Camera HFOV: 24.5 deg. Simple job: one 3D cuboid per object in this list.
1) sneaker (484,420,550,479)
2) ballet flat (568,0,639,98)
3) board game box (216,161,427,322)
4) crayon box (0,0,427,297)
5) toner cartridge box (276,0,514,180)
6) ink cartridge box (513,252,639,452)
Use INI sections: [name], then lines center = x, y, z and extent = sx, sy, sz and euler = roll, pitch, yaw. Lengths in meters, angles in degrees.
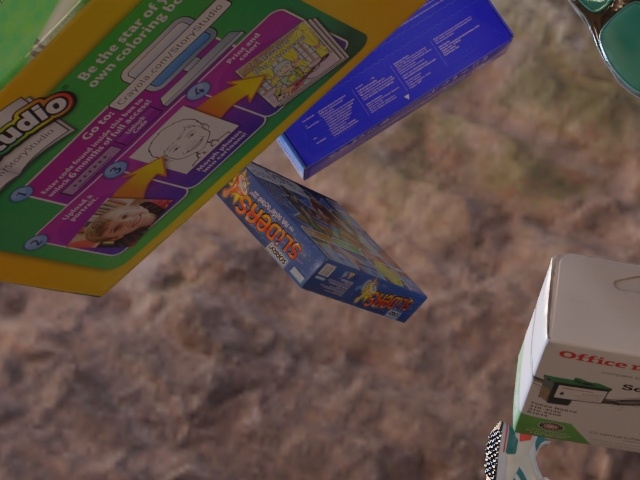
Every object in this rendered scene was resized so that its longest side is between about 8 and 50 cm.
[sneaker]
center = 0.217, 0.281, 1.615
extent = 0.075, 0.161, 0.057
euler = 13, 157, -7
[ballet flat]
center = 0.303, -0.227, 1.490
extent = 0.068, 0.072, 0.213
euler = 8, -134, -55
[board game box]
center = 0.000, 0.000, 1.257
extent = 0.136, 0.035, 0.201
euler = 48, -168, 28
[crayon box]
center = -0.068, -0.096, 0.603
extent = 0.165, 0.278, 0.081
euler = 16, -142, -58
[toner cartridge box]
center = 0.078, -0.247, 2.044
extent = 0.348, 0.165, 0.075
euler = -32, 171, -8
[ink cartridge box]
center = 0.275, 0.112, 1.382
extent = 0.160, 0.092, 0.219
euler = 9, 152, 4
